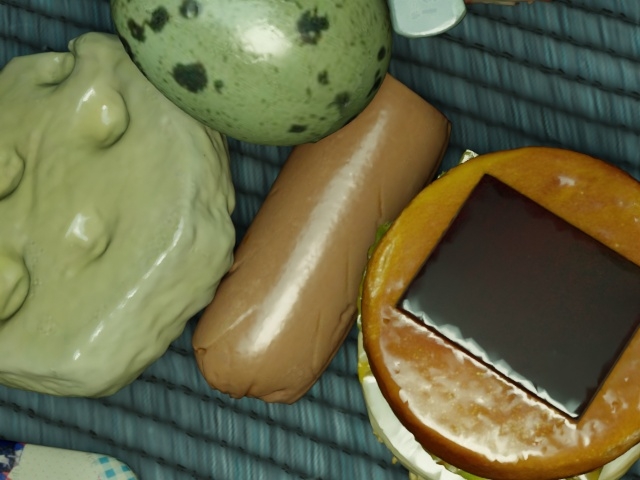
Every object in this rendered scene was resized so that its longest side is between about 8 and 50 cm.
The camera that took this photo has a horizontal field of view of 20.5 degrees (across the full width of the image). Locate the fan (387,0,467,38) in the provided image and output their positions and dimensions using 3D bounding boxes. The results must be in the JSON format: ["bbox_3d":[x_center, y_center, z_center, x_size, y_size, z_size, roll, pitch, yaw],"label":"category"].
[{"bbox_3d":[0.054,-0.288,1.318,0.057,0.023,0.282,-13,87,9],"label":"fan"}]

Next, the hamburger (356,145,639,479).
[{"bbox_3d":[0.156,0.076,1.407,0.291,0.225,0.291,0,76,2],"label":"hamburger"}]

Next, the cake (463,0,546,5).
[{"bbox_3d":[0.072,-0.363,1.475,0.319,0.270,0.269,8,82,9],"label":"cake"}]

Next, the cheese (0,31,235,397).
[{"bbox_3d":[-0.222,-0.020,1.506,0.326,0.115,0.318,-6,69,24],"label":"cheese"}]

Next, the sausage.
[{"bbox_3d":[0.000,0.001,1.498,0.121,0.121,0.304,29,86,13],"label":"sausage"}]

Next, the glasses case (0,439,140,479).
[{"bbox_3d":[-0.311,0.231,1.532,0.327,0.076,0.125,6,78,10],"label":"glasses case"}]

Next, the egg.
[{"bbox_3d":[-0.054,-0.167,1.399,0.228,0.177,0.177,14,82,-12],"label":"egg"}]
